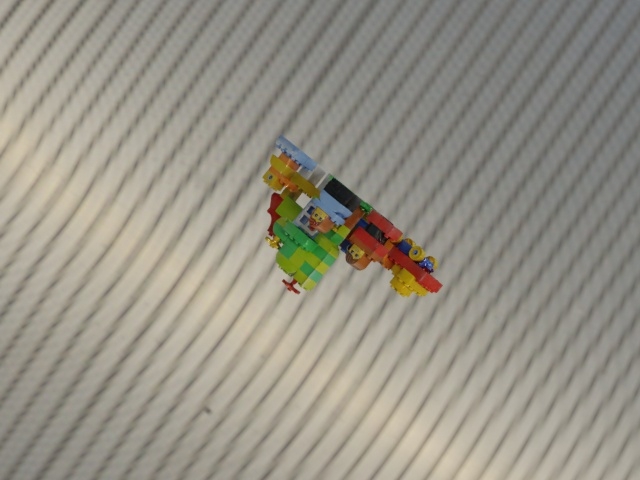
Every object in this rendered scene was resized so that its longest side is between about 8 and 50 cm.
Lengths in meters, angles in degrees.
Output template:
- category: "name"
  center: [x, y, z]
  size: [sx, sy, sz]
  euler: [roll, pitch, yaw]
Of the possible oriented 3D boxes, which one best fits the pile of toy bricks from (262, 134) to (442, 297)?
- category: "pile of toy bricks"
  center: [0.000, 0.000, 1.559]
  size: [0.105, 0.212, 0.118]
  euler: [-52, 140, 2]
